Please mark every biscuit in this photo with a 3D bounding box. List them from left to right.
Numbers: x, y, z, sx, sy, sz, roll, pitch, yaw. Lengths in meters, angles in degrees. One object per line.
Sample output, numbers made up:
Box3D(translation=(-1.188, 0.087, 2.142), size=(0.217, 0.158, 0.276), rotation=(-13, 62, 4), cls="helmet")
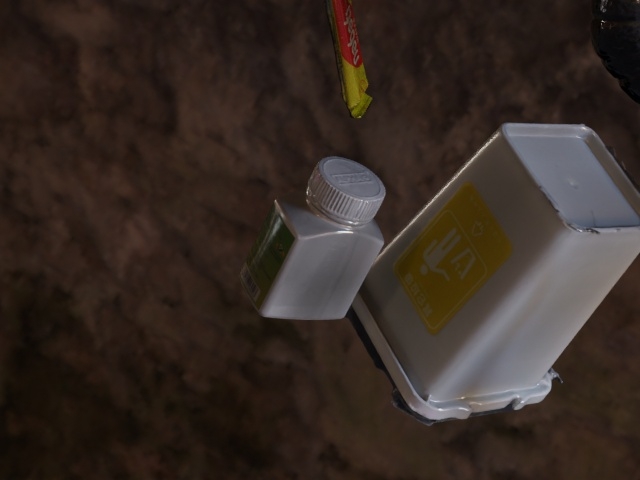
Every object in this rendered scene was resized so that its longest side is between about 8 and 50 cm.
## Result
Box3D(translation=(0.018, -0.261, 1.456), size=(0.026, 0.048, 0.292), rotation=(2, -52, 19), cls="biscuit")

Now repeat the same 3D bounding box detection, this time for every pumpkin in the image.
Box3D(translation=(0.345, -0.208, 1.264), size=(0.194, 0.194, 0.150), rotation=(35, 11, -30), cls="pumpkin")

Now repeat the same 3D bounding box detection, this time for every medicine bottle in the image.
Box3D(translation=(0.000, 0.000, 1.637), size=(0.132, 0.188, 0.088), rotation=(5, 37, -33), cls="medicine bottle")

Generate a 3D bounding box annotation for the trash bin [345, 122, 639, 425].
Box3D(translation=(0.240, 0.036, 1.731), size=(0.296, 0.367, 0.255), rotation=(-1, 50, -39), cls="trash bin")
